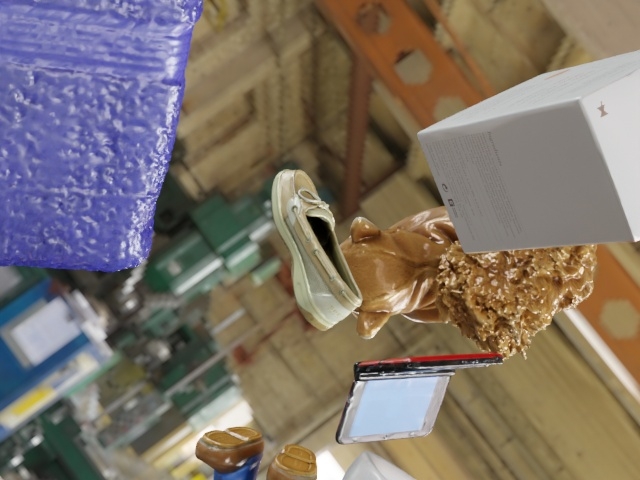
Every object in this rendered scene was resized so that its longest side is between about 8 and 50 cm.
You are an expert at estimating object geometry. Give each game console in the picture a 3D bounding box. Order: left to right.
[{"bbox_3d":[0.103,0.163,1.494,0.124,0.144,0.085,-10,-98,48],"label":"game console"}]

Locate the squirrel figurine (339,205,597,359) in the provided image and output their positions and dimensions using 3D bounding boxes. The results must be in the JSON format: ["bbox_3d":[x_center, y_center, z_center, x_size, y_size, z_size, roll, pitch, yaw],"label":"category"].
[{"bbox_3d":[0.214,0.042,2.281,0.397,0.371,0.281,7,-84,57],"label":"squirrel figurine"}]

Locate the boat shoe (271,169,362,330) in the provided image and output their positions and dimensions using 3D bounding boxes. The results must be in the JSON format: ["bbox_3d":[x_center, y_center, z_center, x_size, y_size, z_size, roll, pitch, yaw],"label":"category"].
[{"bbox_3d":[-0.001,0.000,1.184,0.056,0.048,0.153,33,35,-42],"label":"boat shoe"}]

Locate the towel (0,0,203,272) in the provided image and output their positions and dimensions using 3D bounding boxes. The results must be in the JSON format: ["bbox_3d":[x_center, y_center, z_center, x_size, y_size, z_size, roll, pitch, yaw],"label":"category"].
[{"bbox_3d":[-0.203,-0.131,1.006,0.076,0.228,0.308,-129,-132,-58],"label":"towel"}]

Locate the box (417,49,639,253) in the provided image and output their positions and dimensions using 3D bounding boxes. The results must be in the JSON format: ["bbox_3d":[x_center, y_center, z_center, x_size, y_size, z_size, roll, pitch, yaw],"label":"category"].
[{"bbox_3d":[0.307,-0.106,1.693,0.345,0.215,0.168,-6,-72,65],"label":"box"}]

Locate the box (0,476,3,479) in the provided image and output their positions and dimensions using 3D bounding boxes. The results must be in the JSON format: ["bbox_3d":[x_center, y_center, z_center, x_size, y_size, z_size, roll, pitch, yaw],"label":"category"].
[{"bbox_3d":[-0.416,0.356,1.769,0.275,0.113,0.094,48,3,14],"label":"box"}]

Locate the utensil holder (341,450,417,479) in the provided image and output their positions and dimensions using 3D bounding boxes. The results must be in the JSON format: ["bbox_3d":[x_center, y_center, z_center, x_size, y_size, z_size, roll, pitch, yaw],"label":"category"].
[{"bbox_3d":[0.043,0.414,1.118,0.328,0.385,0.327,38,-1,0],"label":"utensil holder"}]

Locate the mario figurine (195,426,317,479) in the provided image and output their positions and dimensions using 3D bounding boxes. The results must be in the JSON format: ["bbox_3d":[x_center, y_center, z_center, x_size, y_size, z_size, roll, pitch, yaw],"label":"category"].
[{"bbox_3d":[-0.096,0.368,1.497,0.198,0.170,0.320,27,-69,56],"label":"mario figurine"}]
